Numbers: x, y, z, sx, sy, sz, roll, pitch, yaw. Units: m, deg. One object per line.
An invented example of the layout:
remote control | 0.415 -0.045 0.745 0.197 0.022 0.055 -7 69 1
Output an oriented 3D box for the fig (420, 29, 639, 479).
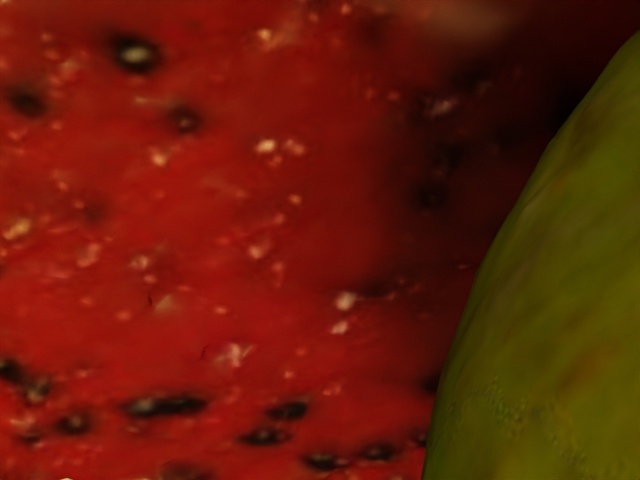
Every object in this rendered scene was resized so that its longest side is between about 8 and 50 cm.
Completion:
fig | 0.160 0.082 0.404 0.258 0.258 0.326 24 151 43

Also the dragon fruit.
dragon fruit | 0.000 0.000 0.577 0.240 0.330 0.302 -57 21 5
